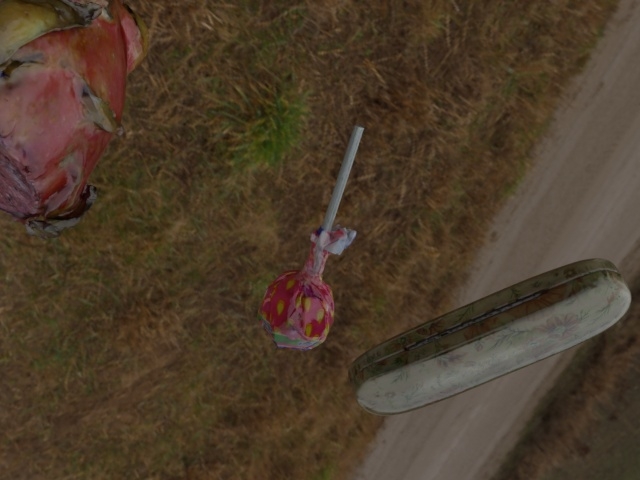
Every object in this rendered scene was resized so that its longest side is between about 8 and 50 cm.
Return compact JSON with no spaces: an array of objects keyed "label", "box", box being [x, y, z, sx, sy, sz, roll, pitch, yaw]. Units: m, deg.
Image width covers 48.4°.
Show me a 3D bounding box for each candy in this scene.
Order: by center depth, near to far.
[{"label":"candy","box":[0.000,0.000,1.077,0.124,0.124,0.365,1,114,-43]}]

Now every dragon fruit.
[{"label":"dragon fruit","box":[-0.291,-0.207,0.698,0.263,0.296,0.314,-50,157,-25]}]

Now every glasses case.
[{"label":"glasses case","box":[0.243,0.148,1.049,0.425,0.098,0.156,-25,145,11]}]
